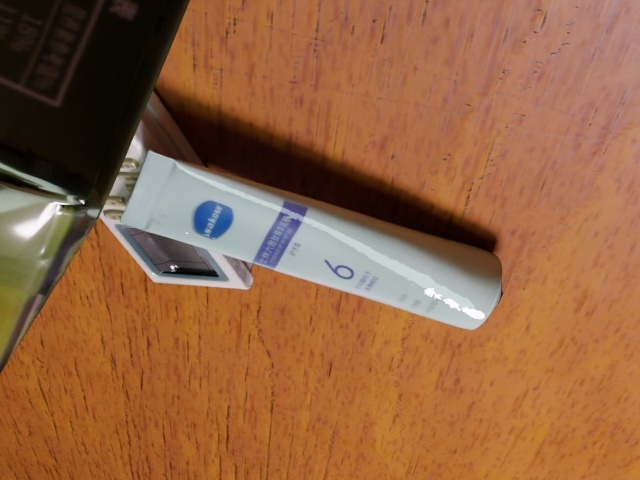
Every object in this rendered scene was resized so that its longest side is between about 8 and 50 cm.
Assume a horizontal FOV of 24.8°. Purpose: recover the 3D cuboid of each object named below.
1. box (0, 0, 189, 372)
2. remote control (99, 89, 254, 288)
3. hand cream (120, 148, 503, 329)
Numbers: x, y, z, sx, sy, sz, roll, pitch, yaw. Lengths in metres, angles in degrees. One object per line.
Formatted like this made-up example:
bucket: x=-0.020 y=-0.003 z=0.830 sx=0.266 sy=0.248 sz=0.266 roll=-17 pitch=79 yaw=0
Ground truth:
box: x=-0.139 y=-0.131 z=0.690 sx=0.138 sy=0.420 sz=0.373 roll=24 pitch=151 yaw=-11
remote control: x=-0.149 y=-0.045 z=1.237 sx=0.102 sy=0.056 sz=0.277 roll=3 pitch=149 yaw=25
hand cream: x=0.000 y=0.000 z=1.205 sx=0.320 sy=0.067 sz=0.109 roll=18 pitch=145 yaw=-11
